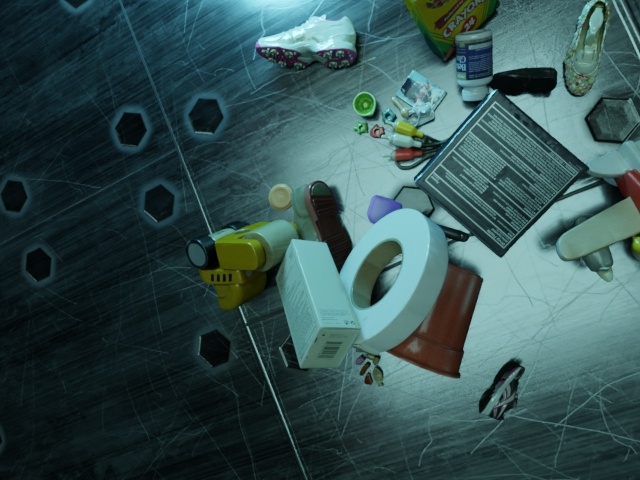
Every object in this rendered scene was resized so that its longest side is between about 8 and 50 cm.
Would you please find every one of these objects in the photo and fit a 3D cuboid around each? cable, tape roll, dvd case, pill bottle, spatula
[{"bbox_3d":[0.313,-0.258,1.404,0.286,0.072,0.140,7,107,14],"label":"cable"},{"bbox_3d":[0.167,0.102,1.305,0.072,0.392,0.392,30,102,-23],"label":"tape roll"},{"bbox_3d":[0.288,-0.418,1.438,0.119,0.013,0.087,39,102,10],"label":"dvd case"},{"bbox_3d":[0.409,-0.463,1.337,0.094,0.094,0.170,-3,117,16],"label":"pill bottle"},{"bbox_3d":[0.279,-0.050,1.445,0.296,0.030,0.084,20,98,14],"label":"spatula"}]

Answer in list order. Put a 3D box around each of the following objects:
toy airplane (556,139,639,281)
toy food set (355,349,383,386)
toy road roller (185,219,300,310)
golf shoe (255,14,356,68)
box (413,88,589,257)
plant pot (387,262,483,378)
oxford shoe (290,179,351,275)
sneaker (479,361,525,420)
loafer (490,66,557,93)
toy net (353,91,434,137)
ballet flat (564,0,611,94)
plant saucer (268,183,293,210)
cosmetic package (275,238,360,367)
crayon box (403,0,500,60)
[{"bbox_3d":[0.794,-0.054,1.200,0.385,0.273,0.385,14,58,24],"label":"toy airplane"},{"bbox_3d":[0.144,0.378,1.507,0.077,0.019,0.122,-8,97,17],"label":"toy food set"},{"bbox_3d":[-0.215,0.076,1.493,0.329,0.202,0.241,-3,107,35],"label":"toy road roller"},{"bbox_3d":[-0.040,-0.591,1.489,0.305,0.115,0.140,5,83,10],"label":"golf shoe"},{"bbox_3d":[0.443,-0.171,1.293,0.296,0.183,0.294,41,103,1],"label":"box"},{"bbox_3d":[0.290,0.184,1.344,0.272,0.272,0.265,21,90,15],"label":"plant pot"},{"bbox_3d":[0.000,0.000,1.506,0.130,0.122,0.349,-8,95,48],"label":"oxford shoe"},{"bbox_3d":[0.512,0.416,1.382,0.077,0.072,0.178,30,108,1],"label":"sneaker"},{"bbox_3d":[0.543,-0.433,1.348,0.169,0.062,0.061,11,56,22],"label":"loafer"},{"bbox_3d":[0.205,-0.353,1.439,0.232,0.045,0.122,10,100,18],"label":"toy net"},{"bbox_3d":[0.682,-0.499,1.286,0.091,0.077,0.241,9,95,15],"label":"ballet flat"},{"bbox_3d":[-0.123,-0.135,1.568,0.083,0.013,0.084,1,93,17],"label":"plant saucer"},{"bbox_3d":[-0.017,0.158,1.305,0.310,0.113,0.160,-109,35,-45],"label":"cosmetic package"},{"bbox_3d":[0.319,-0.624,1.260,0.202,0.318,0.081,-45,59,13],"label":"crayon box"}]
